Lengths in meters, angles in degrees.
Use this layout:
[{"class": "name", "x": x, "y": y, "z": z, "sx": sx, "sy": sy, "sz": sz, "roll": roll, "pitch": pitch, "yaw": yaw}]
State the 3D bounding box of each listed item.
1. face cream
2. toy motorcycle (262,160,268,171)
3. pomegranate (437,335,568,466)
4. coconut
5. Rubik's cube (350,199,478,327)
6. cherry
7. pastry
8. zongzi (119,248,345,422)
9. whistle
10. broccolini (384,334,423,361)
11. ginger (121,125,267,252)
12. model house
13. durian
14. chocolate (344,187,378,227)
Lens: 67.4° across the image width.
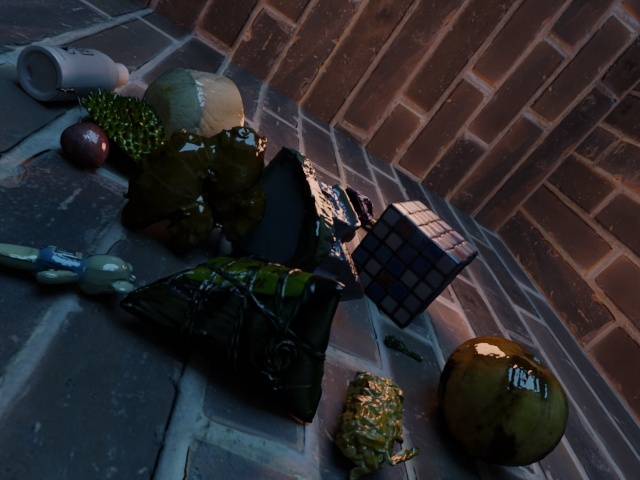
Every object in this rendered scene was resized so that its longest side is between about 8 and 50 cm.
[{"class": "face cream", "x": -0.686, "y": -0.491, "z": 1.411, "sx": 0.145, "sy": 0.145, "sz": 0.369, "roll": 37, "pitch": 24, "yaw": -1}, {"class": "toy motorcycle", "x": -0.236, "y": -0.175, "z": 1.368, "sx": 0.108, "sy": 0.222, "sz": 0.341, "roll": 38, "pitch": 25, "yaw": 9}, {"class": "pomegranate", "x": 0.446, "y": 0.394, "z": 1.191, "sx": 0.322, "sy": 0.322, "sz": 0.322, "roll": 31, "pitch": 24, "yaw": -15}, {"class": "coconut", "x": -0.362, "y": -0.359, "z": 1.451, "sx": 0.329, "sy": 0.328, "sz": 0.328, "roll": 31, "pitch": 24, "yaw": -15}, {"class": "Rubik's cube", "x": 0.298, "y": 0.064, "z": 1.584, "sx": 0.293, "sy": 0.286, "sz": 0.292, "roll": 43, "pitch": 25, "yaw": 15}, {"class": "cherry", "x": -0.594, "y": -0.272, "z": 1.168, "sx": 0.107, "sy": 0.090, "sz": 0.225, "roll": -31, "pitch": 83, "yaw": -25}, {"class": "pastry", "x": 0.111, "y": 0.376, "z": 0.973, "sx": 0.154, "sy": 0.102, "sz": 0.250, "roll": 37, "pitch": 21, "yaw": -3}, {"class": "zongzi", "x": -0.130, "y": 0.121, "z": 0.977, "sx": 0.384, "sy": 0.318, "sz": 0.362, "roll": 20, "pitch": 24, "yaw": 6}, {"class": "whistle", "x": -0.445, "y": 0.050, "z": 0.842, "sx": 0.236, "sy": 0.077, "sz": 0.114, "roll": 15, "pitch": 22, "yaw": -30}, {"class": "broccolini", "x": 0.241, "y": 0.315, "z": 1.374, "sx": 0.140, "sy": 0.030, "sz": 0.035, "roll": 35, "pitch": 31, "yaw": -16}, {"class": "ginger", "x": -0.284, "y": -0.121, "z": 1.121, "sx": 0.358, "sy": 0.274, "sz": 0.152, "roll": -13, "pitch": 21, "yaw": -22}, {"class": "model house", "x": 0.000, "y": 0.000, "z": 1.257, "sx": 0.339, "sy": 0.297, "sz": 0.360, "roll": 21, "pitch": 34, "yaw": -38}, {"class": "durian", "x": -0.528, "y": -0.293, "z": 1.297, "sx": 0.158, "sy": 0.169, "sz": 0.352, "roll": -26, "pitch": 61, "yaw": -36}, {"class": "chocolate", "x": 0.215, "y": -0.087, "z": 1.983, "sx": 0.343, "sy": 0.126, "sz": 0.148, "roll": 39, "pitch": -16, "yaw": 11}]
